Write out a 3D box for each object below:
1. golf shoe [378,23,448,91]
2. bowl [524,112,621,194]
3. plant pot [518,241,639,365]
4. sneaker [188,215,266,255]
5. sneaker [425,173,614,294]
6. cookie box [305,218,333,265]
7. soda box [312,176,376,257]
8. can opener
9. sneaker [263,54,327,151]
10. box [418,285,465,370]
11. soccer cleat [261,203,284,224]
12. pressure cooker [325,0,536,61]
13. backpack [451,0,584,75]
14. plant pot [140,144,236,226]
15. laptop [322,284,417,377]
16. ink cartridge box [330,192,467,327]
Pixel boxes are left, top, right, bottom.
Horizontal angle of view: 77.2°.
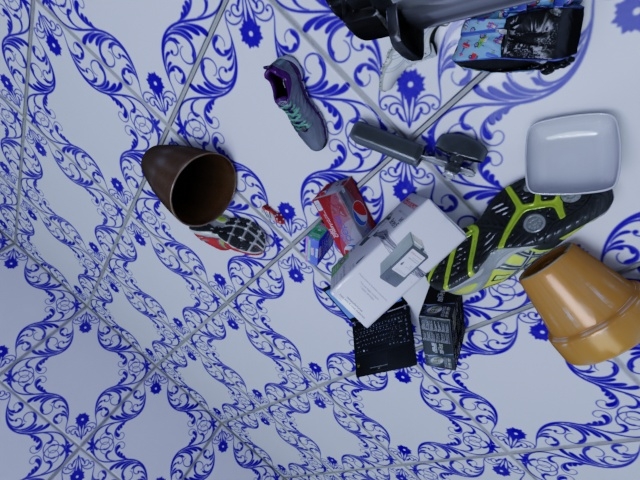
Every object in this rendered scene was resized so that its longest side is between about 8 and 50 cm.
[{"bbox_3d":[0.170,-0.348,0.749,0.086,0.069,0.176,28,135,1],"label":"golf shoe"},{"bbox_3d":[0.445,-0.147,0.713,0.142,0.053,0.141,0,85,32],"label":"bowl"},{"bbox_3d":[0.522,0.114,0.816,0.188,0.205,0.205,50,135,9],"label":"plant pot"},{"bbox_3d":[-0.284,-0.011,1.276,0.279,0.107,0.118,19,150,22],"label":"sneaker"},{"bbox_3d":[0.406,-0.008,0.845,0.147,0.145,0.385,21,137,-38],"label":"sneaker"},{"bbox_3d":[0.000,0.000,1.086,0.040,0.107,0.091,20,131,17],"label":"cookie box"},{"bbox_3d":[0.087,-0.024,1.026,0.084,0.092,0.263,-13,116,36],"label":"soda box"},{"bbox_3d":[0.202,-0.199,0.852,0.281,0.074,0.093,21,97,14],"label":"can opener"},{"bbox_3d":[-0.063,-0.293,0.905,0.083,0.098,0.223,-10,118,36],"label":"sneaker"},{"bbox_3d":[0.318,0.216,1.035,0.078,0.147,0.180,2,125,29],"label":"box"},{"bbox_3d":[-0.139,-0.072,1.172,0.083,0.029,0.035,38,143,4],"label":"soccer cleat"},{"bbox_3d":[0.161,-0.454,0.448,0.421,0.369,0.375,2,145,33],"label":"pressure cooker"},{"bbox_3d":[0.303,-0.327,0.631,0.174,0.158,0.116,16,123,35],"label":"backpack"},{"bbox_3d":[-0.398,-0.182,1.137,0.231,0.215,0.215,29,135,28],"label":"plant pot"},{"bbox_3d":[0.134,0.244,1.173,0.137,0.264,0.234,19,146,-35],"label":"laptop"},{"bbox_3d":[0.156,0.031,0.878,0.115,0.198,0.273,45,99,-6],"label":"ink cartridge box"}]
